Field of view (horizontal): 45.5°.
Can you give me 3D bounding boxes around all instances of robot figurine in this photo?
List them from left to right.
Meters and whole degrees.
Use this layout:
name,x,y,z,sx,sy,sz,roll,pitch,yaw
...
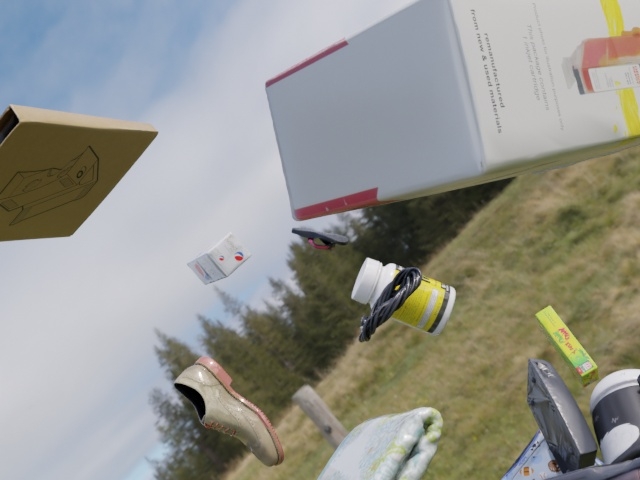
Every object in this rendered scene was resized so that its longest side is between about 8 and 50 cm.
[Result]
name,x,y,z,sx,sy,sz,roll,pitch,yaw
robot figurine,0.633,0.382,1.490,0.209,0.173,0.278,-48,21,30

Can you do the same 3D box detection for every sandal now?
name,x,y,z,sx,sy,sz,roll,pitch,yaw
sandal,0.000,0.000,1.842,0.067,0.179,0.040,4,-84,-45

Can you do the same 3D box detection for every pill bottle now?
name,x,y,z,sx,sy,sz,roll,pitch,yaw
pill bottle,0.182,0.122,1.692,0.119,0.208,0.119,-158,90,-87

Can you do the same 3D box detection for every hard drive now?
name,x,y,z,sx,sy,sz,roll,pitch,yaw
hard drive,0.510,0.388,1.619,0.054,0.255,0.172,-14,-50,-3

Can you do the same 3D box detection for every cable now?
name,x,y,z,sx,sy,sz,roll,pitch,yaw
cable,0.133,0.123,1.508,0.184,0.047,0.150,-49,-4,26

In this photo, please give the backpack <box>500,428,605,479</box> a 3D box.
name,x,y,z,sx,sy,sz,roll,pitch,yaw
backpack,0.561,0.581,1.742,0.276,0.263,0.213,-49,-23,-8

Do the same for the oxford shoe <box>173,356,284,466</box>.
name,x,y,z,sx,sy,sz,roll,pitch,yaw
oxford shoe,-0.241,0.465,1.966,0.130,0.348,0.123,-32,-21,-43

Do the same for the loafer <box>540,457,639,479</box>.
name,x,y,z,sx,sy,sz,roll,pitch,yaw
loafer,0.396,0.297,0.893,0.109,0.095,0.302,8,-29,-44

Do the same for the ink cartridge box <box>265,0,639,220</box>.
name,x,y,z,sx,sy,sz,roll,pitch,yaw
ink cartridge box,0.181,-0.145,0.811,0.384,0.160,0.279,-13,0,-37

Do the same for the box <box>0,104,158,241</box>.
name,x,y,z,sx,sy,sz,roll,pitch,yaw
box,-0.265,-0.058,0.731,0.164,0.021,0.201,-43,-12,19

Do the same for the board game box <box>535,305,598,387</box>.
name,x,y,z,sx,sy,sz,roll,pitch,yaw
board game box,0.579,0.249,1.791,0.043,0.181,0.092,-33,-34,4

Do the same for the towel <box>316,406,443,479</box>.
name,x,y,z,sx,sy,sz,roll,pitch,yaw
towel,0.061,0.476,1.390,0.374,0.090,0.320,-53,5,-23

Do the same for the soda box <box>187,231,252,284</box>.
name,x,y,z,sx,sy,sz,roll,pitch,yaw
soda box,-0.225,0.042,1.665,0.074,0.069,0.216,-43,8,-21
